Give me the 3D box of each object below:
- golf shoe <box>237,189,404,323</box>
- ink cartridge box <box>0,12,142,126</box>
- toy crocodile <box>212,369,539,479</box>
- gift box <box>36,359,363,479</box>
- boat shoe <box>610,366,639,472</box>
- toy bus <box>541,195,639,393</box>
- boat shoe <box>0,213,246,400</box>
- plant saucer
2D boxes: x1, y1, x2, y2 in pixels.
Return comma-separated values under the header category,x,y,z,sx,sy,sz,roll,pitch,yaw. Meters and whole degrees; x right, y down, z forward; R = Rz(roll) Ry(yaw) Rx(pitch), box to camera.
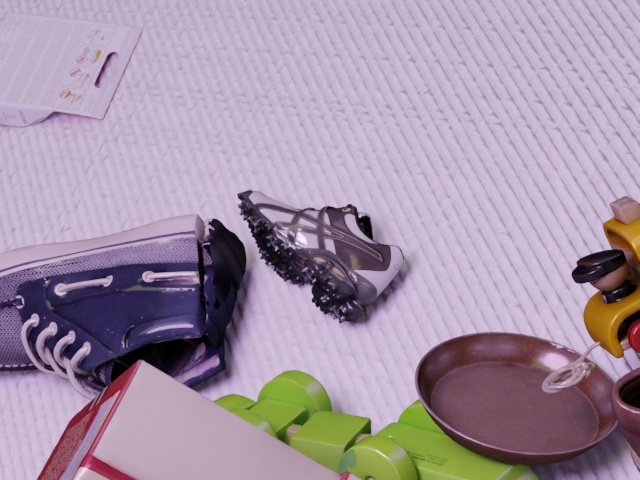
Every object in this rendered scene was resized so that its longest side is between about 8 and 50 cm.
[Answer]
category,x,y,z,sx,sy,sz,roll,pitch,yaw
golf shoe,0.000,0.000,1.601,0.094,0.077,0.198,-36,50,-17
ink cartridge box,-0.308,-0.196,1.977,0.179,0.045,0.145,10,57,15
toy crocodile,0.018,0.186,1.407,0.341,0.105,0.115,8,23,29
gift box,-0.101,0.268,1.258,0.255,0.258,0.276,-63,12,-21
boat shoe,0.382,0.100,1.244,0.342,0.123,0.123,-12,49,22
toy bus,0.265,0.012,1.322,0.191,0.104,0.202,-20,13,42
boat shoe,-0.238,0.088,1.615,0.341,0.127,0.158,-18,39,16
plant saucer,0.158,0.131,1.369,0.168,0.029,0.168,4,31,-3
